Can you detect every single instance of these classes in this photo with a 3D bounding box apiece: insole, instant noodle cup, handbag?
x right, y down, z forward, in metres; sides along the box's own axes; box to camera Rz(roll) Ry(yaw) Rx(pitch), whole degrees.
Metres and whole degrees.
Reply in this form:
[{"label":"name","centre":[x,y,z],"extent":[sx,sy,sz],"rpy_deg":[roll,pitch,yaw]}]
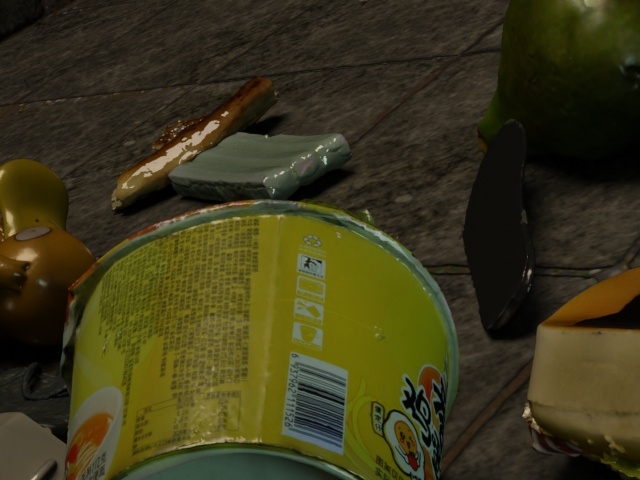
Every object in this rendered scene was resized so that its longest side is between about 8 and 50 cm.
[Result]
[{"label":"insole","centre":[0.156,-0.019,1.219],"extent":[0.110,0.012,0.309],"rpy_deg":[-58,11,24]},{"label":"instant noodle cup","centre":[-0.038,0.135,0.844],"extent":[0.264,0.264,0.200],"rpy_deg":[-18,31,11]},{"label":"handbag","centre":[-0.264,0.155,1.217],"extent":[0.270,0.088,0.175],"rpy_deg":[-6,20,35]}]

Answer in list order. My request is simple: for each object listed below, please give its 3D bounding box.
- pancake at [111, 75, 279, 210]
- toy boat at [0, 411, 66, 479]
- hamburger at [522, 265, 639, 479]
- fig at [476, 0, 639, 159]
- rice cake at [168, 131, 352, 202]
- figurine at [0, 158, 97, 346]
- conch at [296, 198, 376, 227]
[{"label":"pancake","centre":[-0.178,-0.133,1.817],"extent":[0.266,0.057,0.244],"rpy_deg":[-32,20,-13]},{"label":"toy boat","centre":[-0.248,0.230,0.957],"extent":[0.141,0.140,0.269],"rpy_deg":[-9,26,31]},{"label":"hamburger","centre":[0.225,0.085,0.869],"extent":[0.173,0.116,0.210],"rpy_deg":[-29,17,-38]},{"label":"fig","centre":[0.243,-0.151,1.344],"extent":[0.206,0.206,0.275],"rpy_deg":[-44,-3,-43]},{"label":"rice cake","centre":[-0.069,-0.084,1.616],"extent":[0.127,0.043,0.237],"rpy_deg":[-34,22,-24]},{"label":"figurine","centre":[-0.330,0.036,1.452],"extent":[0.228,0.215,0.215],"rpy_deg":[-28,17,26]},{"label":"conch","centre":[0.000,0.000,1.355],"extent":[0.121,0.074,0.089],"rpy_deg":[-13,49,-23]}]
